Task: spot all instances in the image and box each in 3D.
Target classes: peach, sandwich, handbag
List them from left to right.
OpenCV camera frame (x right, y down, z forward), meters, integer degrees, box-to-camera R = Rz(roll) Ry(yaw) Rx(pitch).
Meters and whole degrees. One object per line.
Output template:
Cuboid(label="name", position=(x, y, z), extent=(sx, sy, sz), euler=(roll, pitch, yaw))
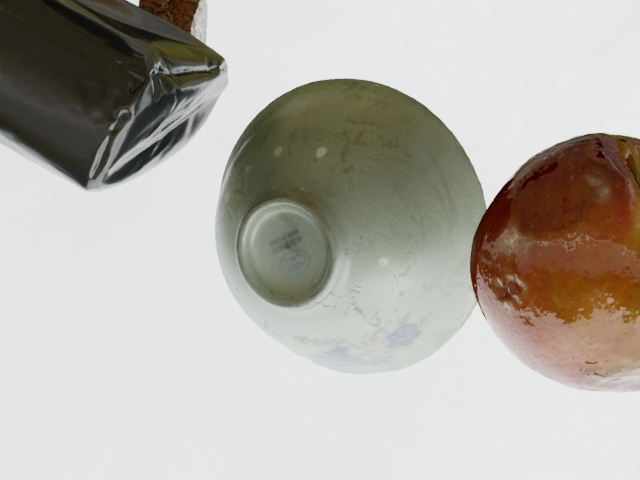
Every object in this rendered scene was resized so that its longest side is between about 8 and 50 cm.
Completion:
Cuboid(label="handbag", position=(-0.271, -0.166, 1.914), extent=(0.302, 0.177, 0.275), euler=(29, -166, 13))
Cuboid(label="sandwich", position=(-0.169, -0.213, 2.139), extent=(0.079, 0.235, 0.159), euler=(3, -164, -3))
Cuboid(label="peach", position=(0.248, 0.026, 1.643), extent=(0.243, 0.243, 0.199), euler=(5, -157, 43))

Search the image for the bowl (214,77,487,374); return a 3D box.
Cuboid(label="bowl", position=(0.000, 0.000, 1.888), extent=(0.313, 0.313, 0.146), euler=(-7, -172, 29))
